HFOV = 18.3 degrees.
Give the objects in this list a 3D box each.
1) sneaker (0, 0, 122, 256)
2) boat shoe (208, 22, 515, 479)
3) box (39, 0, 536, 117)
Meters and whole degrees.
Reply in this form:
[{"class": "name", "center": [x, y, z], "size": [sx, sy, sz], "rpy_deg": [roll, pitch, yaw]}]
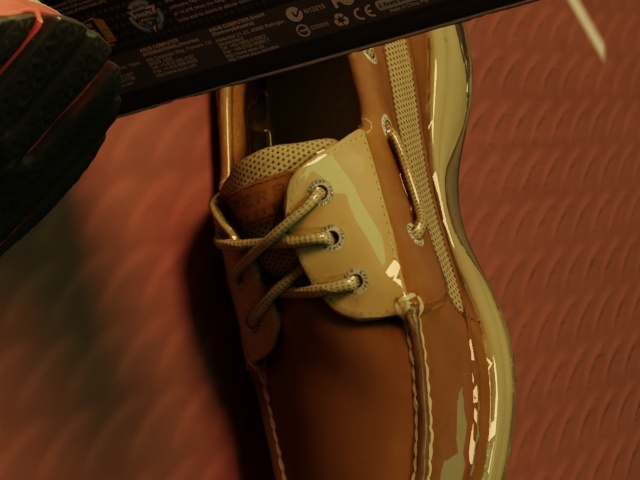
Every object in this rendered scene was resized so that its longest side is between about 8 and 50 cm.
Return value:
[{"class": "sneaker", "center": [-0.170, -0.084, 0.628], "size": [0.136, 0.116, 0.314], "rpy_deg": [47, 2, 25]}, {"class": "boat shoe", "center": [0.000, 0.000, 0.888], "size": [0.120, 0.122, 0.324], "rpy_deg": [30, 45, -45]}, {"class": "box", "center": [-0.060, -0.155, 0.682], "size": [0.216, 0.270, 0.060], "rpy_deg": [57, 37, -29]}]
